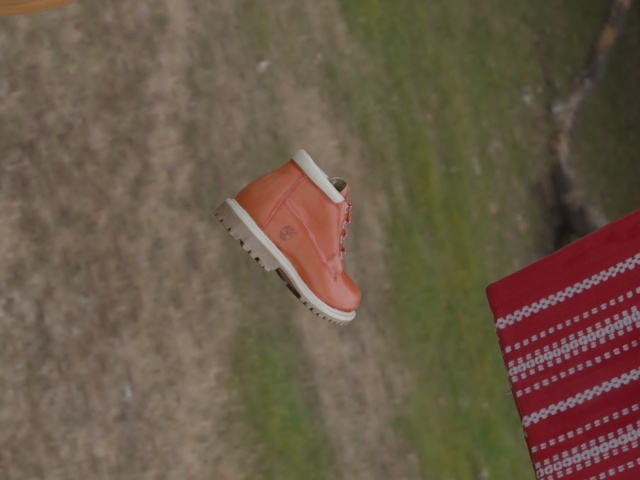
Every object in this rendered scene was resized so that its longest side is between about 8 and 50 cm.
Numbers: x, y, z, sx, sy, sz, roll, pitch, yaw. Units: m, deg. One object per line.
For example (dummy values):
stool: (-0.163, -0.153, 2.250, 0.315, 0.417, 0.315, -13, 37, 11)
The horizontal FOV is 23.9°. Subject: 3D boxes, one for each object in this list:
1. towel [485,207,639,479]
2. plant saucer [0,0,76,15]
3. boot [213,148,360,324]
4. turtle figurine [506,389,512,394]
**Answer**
towel: (0.192, 0.088, 0.710, 0.031, 0.199, 0.274, 35, 34, -45)
plant saucer: (-0.145, -0.190, 0.625, 0.037, 0.200, 0.200, -66, 137, -70)
boot: (0.000, 0.000, 1.071, 0.059, 0.084, 0.158, 45, -1, 43)
turtle figurine: (0.248, 0.126, 0.976, 0.175, 0.234, 0.118, 27, 59, -48)
